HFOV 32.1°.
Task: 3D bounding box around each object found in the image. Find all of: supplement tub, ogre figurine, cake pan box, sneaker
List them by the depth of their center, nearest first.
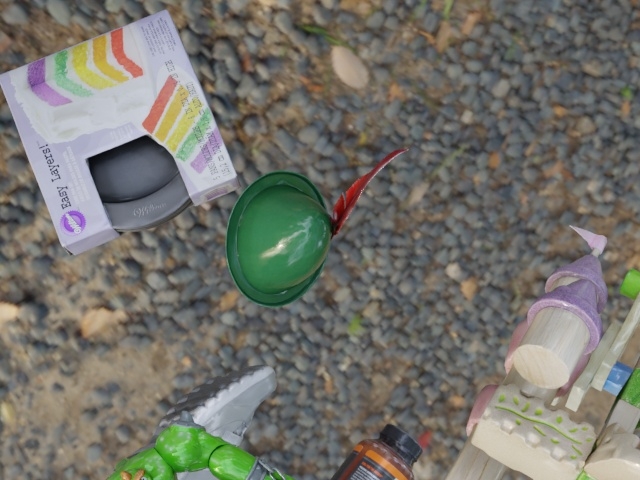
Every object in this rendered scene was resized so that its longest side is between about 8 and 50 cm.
[{"bbox_3d":[-0.129,0.229,0.906,0.197,0.097,0.118,-40,90,7],"label":"ogre figurine"},{"bbox_3d":[-0.148,0.263,1.365,0.281,0.105,0.115,-43,105,-29],"label":"sneaker"},{"bbox_3d":[-0.261,-0.137,1.456,0.246,0.266,0.070,-21,169,-2],"label":"cake pan box"},{"bbox_3d":[0.070,0.373,1.668,0.198,0.106,0.106,-50,131,-16],"label":"supplement tub"}]

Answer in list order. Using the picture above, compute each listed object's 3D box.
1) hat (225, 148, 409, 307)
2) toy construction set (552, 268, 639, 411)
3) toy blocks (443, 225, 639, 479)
[{"bbox_3d":[0.000,0.000,1.388,0.173,0.184,0.208,-25,114,-35],"label":"hat"},{"bbox_3d":[0.393,0.128,1.096,0.328,0.151,0.215,21,114,6],"label":"toy construction set"},{"bbox_3d":[0.289,0.116,0.885,0.260,0.289,0.309,-50,162,-38],"label":"toy blocks"}]
